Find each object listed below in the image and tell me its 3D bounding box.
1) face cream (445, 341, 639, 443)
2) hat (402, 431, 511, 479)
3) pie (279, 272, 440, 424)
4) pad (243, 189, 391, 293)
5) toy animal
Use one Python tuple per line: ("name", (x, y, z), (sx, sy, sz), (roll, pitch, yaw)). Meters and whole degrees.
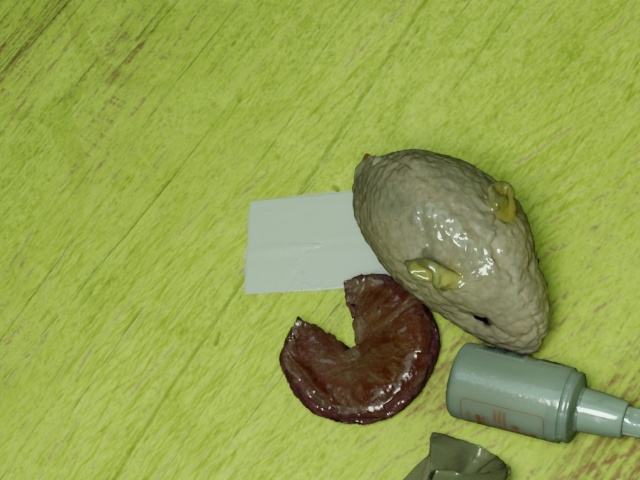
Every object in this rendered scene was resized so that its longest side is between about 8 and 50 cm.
("face cream", (0.290, 0.204, 1.833), (0.251, 0.101, 0.101), (13, 70, 22))
("hat", (0.147, 0.340, 1.816), (0.144, 0.166, 0.173), (17, 101, 4))
("pie", (0.055, 0.145, 1.962), (0.204, 0.054, 0.219), (36, 80, 29))
("pad", (0.000, 0.000, 2.078), (0.232, 0.004, 0.157), (-4, 65, 16))
("toy animal", (0.165, -0.013, 1.903), (0.188, 0.226, 0.358), (-45, 61, -10))
